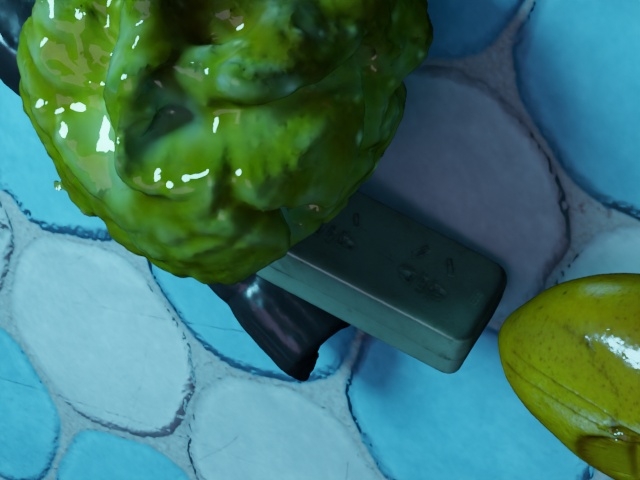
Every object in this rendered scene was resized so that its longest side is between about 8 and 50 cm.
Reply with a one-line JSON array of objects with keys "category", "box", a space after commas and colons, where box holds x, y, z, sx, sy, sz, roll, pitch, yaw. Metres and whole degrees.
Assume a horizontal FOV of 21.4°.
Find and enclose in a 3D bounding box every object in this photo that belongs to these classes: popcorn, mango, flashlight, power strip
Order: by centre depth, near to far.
[{"category": "popcorn", "box": [-0.077, -0.124, 1.202, 0.282, 0.282, 0.247, 35, 134, 15]}, {"category": "mango", "box": [0.236, 0.100, 1.206, 0.252, 0.126, 0.154, 17, 138, 37]}, {"category": "power strip", "box": [0.000, 0.000, 1.319, 0.288, 0.093, 0.053, 28, 141, 10]}, {"category": "flashlight", "box": [-0.134, -0.059, 1.410, 0.424, 0.103, 0.103, 47, 135, 1]}]
